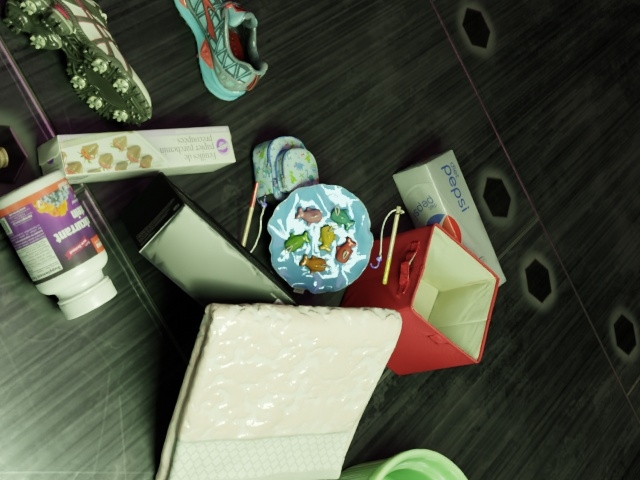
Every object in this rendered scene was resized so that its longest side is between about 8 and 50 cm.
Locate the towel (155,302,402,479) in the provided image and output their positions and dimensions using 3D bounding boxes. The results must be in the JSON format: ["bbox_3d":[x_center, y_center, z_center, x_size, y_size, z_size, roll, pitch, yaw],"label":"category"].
[{"bbox_3d":[-0.059,0.237,1.653,0.332,0.053,0.317,4,115,-36],"label":"towel"}]

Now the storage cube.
[{"bbox_3d":[0.172,0.111,1.965,0.215,0.193,0.183,39,54,-30],"label":"storage cube"}]

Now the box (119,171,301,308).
[{"bbox_3d":[-0.163,0.035,1.661,0.103,0.184,0.261,-45,116,2],"label":"box"}]

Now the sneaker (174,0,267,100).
[{"bbox_3d":[-0.154,-0.373,1.840,0.104,0.125,0.262,-24,95,-45],"label":"sneaker"}]

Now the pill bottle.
[{"bbox_3d":[-0.364,0.008,1.540,0.108,0.108,0.193,-36,104,-43],"label":"pill bottle"}]

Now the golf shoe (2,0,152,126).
[{"bbox_3d":[-0.340,-0.293,1.659,0.273,0.105,0.120,48,43,-24],"label":"golf shoe"}]

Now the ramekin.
[{"bbox_3d":[0.124,0.504,1.833,0.303,0.148,0.303,14,68,-40],"label":"ramekin"}]

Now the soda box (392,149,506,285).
[{"bbox_3d":[0.252,-0.023,2.151,0.098,0.091,0.286,-29,98,-44],"label":"soda box"}]

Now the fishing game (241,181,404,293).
[{"bbox_3d":[0.000,0.000,1.837,0.264,0.041,0.189,13,95,-13],"label":"fishing game"}]

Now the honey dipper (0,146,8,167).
[{"bbox_3d":[-0.502,-0.099,1.499,0.161,0.030,0.030,-17,90,-41],"label":"honey dipper"}]

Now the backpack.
[{"bbox_3d":[-0.057,-0.119,1.888,0.105,0.084,0.114,-1,77,-45],"label":"backpack"}]

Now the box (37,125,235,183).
[{"bbox_3d":[-0.275,-0.132,1.697,0.324,0.067,0.063,-9,85,-44],"label":"box"}]
